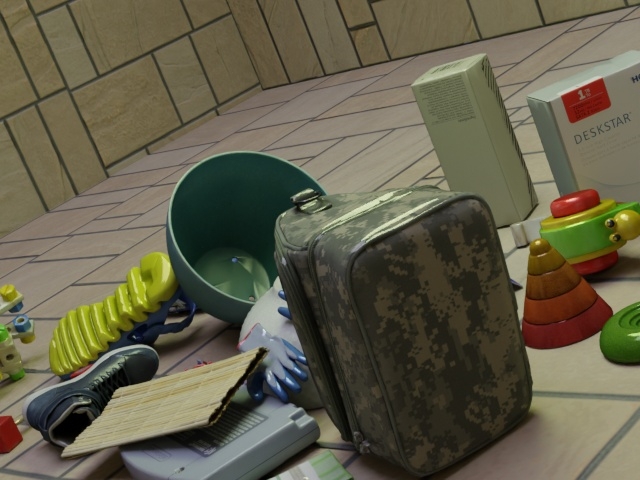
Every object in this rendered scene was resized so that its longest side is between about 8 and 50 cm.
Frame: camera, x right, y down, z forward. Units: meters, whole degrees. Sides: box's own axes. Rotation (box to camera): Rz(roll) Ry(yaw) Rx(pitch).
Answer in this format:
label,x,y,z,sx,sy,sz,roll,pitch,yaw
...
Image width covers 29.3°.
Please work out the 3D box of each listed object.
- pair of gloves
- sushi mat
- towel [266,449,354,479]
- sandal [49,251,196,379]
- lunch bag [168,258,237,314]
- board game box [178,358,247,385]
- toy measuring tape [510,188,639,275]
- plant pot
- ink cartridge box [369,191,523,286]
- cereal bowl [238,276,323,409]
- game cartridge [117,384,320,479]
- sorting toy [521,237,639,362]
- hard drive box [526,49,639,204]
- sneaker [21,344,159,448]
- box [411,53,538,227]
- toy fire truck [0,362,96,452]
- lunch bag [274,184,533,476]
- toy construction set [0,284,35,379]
label,x,y,z,sx,sy,sz,roll,pitch,yaw
pair of gloves,-0.035,0.120,1.602,0.198,0.023,0.159,-49,37,-4
sushi mat,-0.213,0.220,1.640,0.316,0.019,0.151,-20,24,41
towel,-0.043,0.291,1.410,0.152,0.023,0.113,-25,17,-10
sandal,-0.337,0.153,2.120,0.317,0.138,0.126,-32,51,20
lunch bag,-0.206,0.053,2.294,0.176,0.090,0.219,-12,19,36
board game box,-0.189,0.216,1.839,0.133,0.033,0.169,-32,18,-32
toy measuring tape,0.335,-0.007,1.742,0.121,0.121,0.330,-29,8,-23
plant pot,-0.126,0.025,2.029,0.290,0.290,0.195,-32,-16,-32
ink cartridge box,0.182,-0.004,1.807,0.208,0.045,0.206,21,7,-16
cereal bowl,0.030,0.096,1.744,0.339,0.141,0.339,-21,16,6
game cartridge,-0.150,0.263,1.598,0.198,0.062,0.297,-34,19,-22
sorting toy,0.358,0.059,1.447,0.127,0.126,0.365,-30,17,-27
hard drive box,0.431,-0.137,1.799,0.181,0.232,0.089,-24,16,-5
sneaker,-0.325,0.239,1.848,0.226,0.086,0.163,-28,17,-21
box,0.258,-0.159,2.025,0.113,0.275,0.094,-11,19,34
toy fire truck,-0.432,0.266,1.975,0.135,0.047,0.192,-16,16,28
lunch bag,0.076,0.093,1.406,0.212,0.305,0.256,-26,19,-23
toy construction set,-0.682,0.226,2.255,0.328,0.151,0.215,-30,40,0
